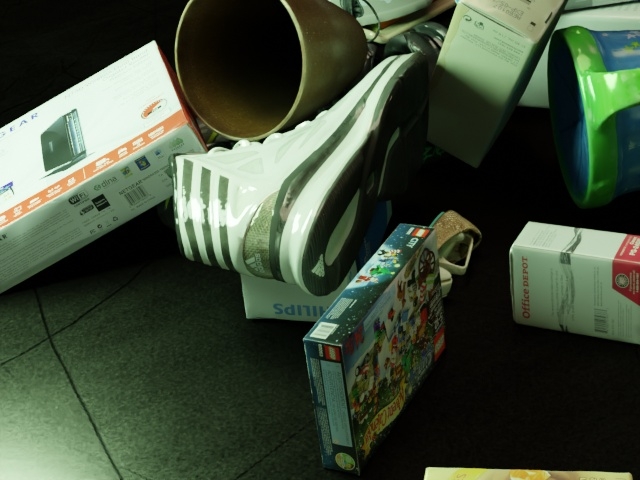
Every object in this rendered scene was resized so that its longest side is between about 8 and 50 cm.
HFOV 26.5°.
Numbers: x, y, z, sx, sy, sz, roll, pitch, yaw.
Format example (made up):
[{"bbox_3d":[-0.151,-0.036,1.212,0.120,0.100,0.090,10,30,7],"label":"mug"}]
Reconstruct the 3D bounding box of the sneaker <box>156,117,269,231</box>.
[{"bbox_3d":[-0.165,-0.099,1.891,0.121,0.111,0.300,-14,25,27],"label":"sneaker"}]

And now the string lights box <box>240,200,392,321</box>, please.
[{"bbox_3d":[0.000,0.000,1.689,0.133,0.076,0.259,2,32,13],"label":"string lights box"}]

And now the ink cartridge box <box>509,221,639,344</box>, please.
[{"bbox_3d":[0.294,0.046,1.516,0.150,0.109,0.063,9,35,25],"label":"ink cartridge box"}]

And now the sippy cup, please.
[{"bbox_3d":[0.423,-0.170,1.724,0.224,0.240,0.305,-9,29,0],"label":"sippy cup"}]

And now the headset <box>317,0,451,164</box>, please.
[{"bbox_3d":[0.097,-0.270,2.024,0.243,0.185,0.394,-12,42,-9],"label":"headset"}]

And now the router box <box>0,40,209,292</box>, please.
[{"bbox_3d":[-0.327,-0.105,1.830,0.335,0.082,0.301,-30,32,1],"label":"router box"}]

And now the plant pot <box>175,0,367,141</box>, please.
[{"bbox_3d":[-0.041,-0.254,1.843,0.215,0.215,0.230,15,18,33],"label":"plant pot"}]

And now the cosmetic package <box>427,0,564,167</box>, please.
[{"bbox_3d":[0.228,-0.248,1.775,0.113,0.309,0.160,30,63,6],"label":"cosmetic package"}]

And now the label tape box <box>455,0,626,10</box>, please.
[{"bbox_3d":[0.360,-0.435,2.007,0.348,0.115,0.249,-7,30,-2],"label":"label tape box"}]

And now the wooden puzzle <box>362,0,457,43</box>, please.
[{"bbox_3d":[0.111,-0.426,2.427,0.239,0.044,0.221,-28,36,-32],"label":"wooden puzzle"}]

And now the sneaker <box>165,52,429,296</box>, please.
[{"bbox_3d":[-0.036,-0.114,1.643,0.257,0.169,0.447,10,37,21],"label":"sneaker"}]

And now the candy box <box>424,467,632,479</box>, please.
[{"bbox_3d":[0.162,0.320,1.081,0.183,0.087,0.316,-1,35,11],"label":"candy box"}]

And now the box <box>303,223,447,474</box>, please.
[{"bbox_3d":[0.063,0.108,1.410,0.044,0.159,0.233,8,33,27],"label":"box"}]

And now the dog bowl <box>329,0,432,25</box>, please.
[{"bbox_3d":[0.071,-0.500,2.429,0.349,0.102,0.349,-9,32,6],"label":"dog bowl"}]

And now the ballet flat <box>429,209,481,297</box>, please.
[{"bbox_3d":[0.136,0.030,1.624,0.067,0.073,0.206,23,43,19],"label":"ballet flat"}]

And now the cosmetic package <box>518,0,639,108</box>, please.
[{"bbox_3d":[0.512,-0.299,2.009,0.453,0.161,0.230,7,33,23],"label":"cosmetic package"}]
